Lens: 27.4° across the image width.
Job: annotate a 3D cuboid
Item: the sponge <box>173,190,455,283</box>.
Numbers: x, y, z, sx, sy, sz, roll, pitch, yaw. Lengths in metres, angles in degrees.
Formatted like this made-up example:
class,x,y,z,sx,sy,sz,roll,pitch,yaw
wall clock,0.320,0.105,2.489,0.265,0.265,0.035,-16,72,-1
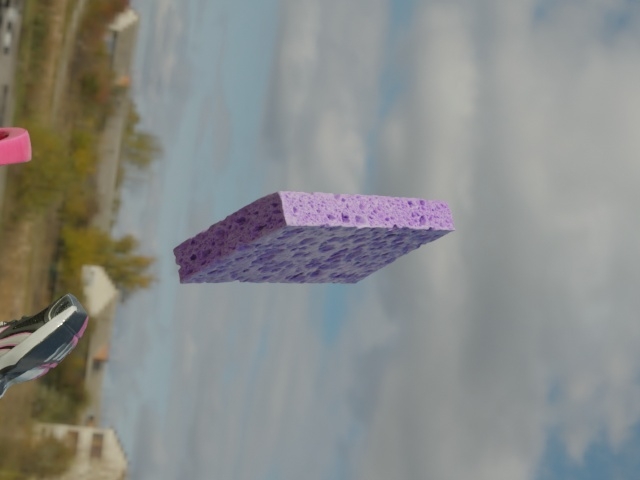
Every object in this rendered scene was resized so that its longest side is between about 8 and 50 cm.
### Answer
class,x,y,z,sx,sy,sz,roll,pitch,yaw
sponge,0.000,0.000,1.010,0.117,0.210,0.031,-28,-109,36

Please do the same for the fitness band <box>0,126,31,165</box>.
class,x,y,z,sx,sy,sz,roll,pitch,yaw
fitness band,-0.481,-0.101,1.509,0.209,0.291,0.054,-158,-117,-77

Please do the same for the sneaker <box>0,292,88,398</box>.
class,x,y,z,sx,sy,sz,roll,pitch,yaw
sneaker,-0.304,0.101,1.227,0.077,0.178,0.072,48,-16,17
